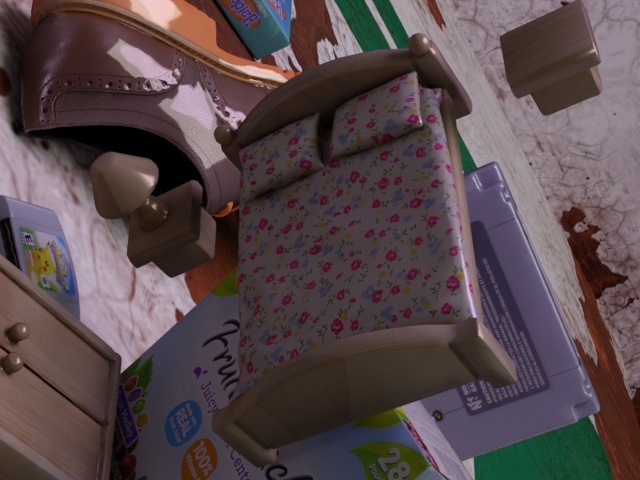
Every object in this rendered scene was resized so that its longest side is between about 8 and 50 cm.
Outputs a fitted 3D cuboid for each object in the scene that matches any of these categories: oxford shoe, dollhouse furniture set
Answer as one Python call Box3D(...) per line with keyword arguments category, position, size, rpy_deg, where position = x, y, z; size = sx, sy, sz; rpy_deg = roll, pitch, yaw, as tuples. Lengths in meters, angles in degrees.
Box3D(category="oxford shoe", position=(-0.066, -0.066, 0.836), size=(0.363, 0.130, 0.133), rpy_deg=(23, 67, -34))
Box3D(category="dollhouse furniture set", position=(-0.042, 0.017, 0.494), size=(0.174, 0.355, 0.303), rpy_deg=(48, 27, -39))

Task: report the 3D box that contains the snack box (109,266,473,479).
Box3D(category="snack box", position=(-0.032, 0.118, 0.591), size=(0.070, 0.174, 0.207), rpy_deg=(42, 9, -40))

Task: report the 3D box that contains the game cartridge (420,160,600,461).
Box3D(category="game cartridge", position=(0.160, 0.085, 1.212), size=(0.297, 0.198, 0.062), rpy_deg=(66, 19, -6))

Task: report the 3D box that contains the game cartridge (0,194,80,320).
Box3D(category="game cartridge", position=(-0.172, 0.015, 0.673), size=(0.056, 0.017, 0.083), rpy_deg=(27, 44, -68))

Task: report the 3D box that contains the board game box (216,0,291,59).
Box3D(category="board game box", position=(-0.088, -0.323, 1.225), size=(0.160, 0.047, 0.210), rpy_deg=(55, 22, -35))
